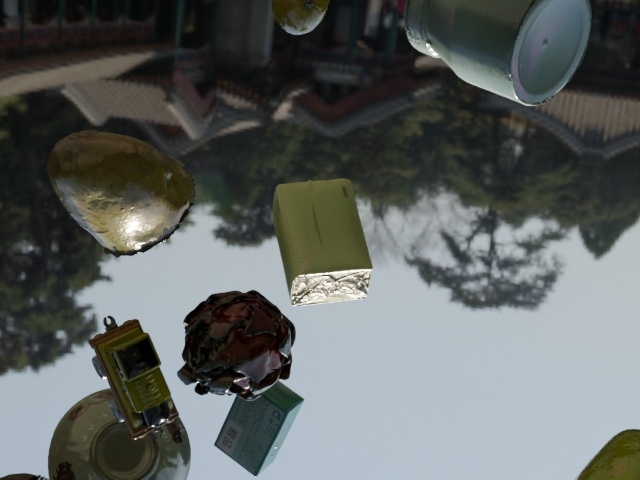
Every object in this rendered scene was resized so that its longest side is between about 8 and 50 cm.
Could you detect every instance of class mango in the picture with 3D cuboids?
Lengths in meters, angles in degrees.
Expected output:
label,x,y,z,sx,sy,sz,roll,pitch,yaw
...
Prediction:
label,x,y,z,sx,sy,sz,roll,pitch,yaw
mango,-0.027,-0.450,1.721,0.091,0.237,0.137,17,145,-21

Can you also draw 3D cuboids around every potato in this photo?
label,x,y,z,sx,sy,sz,roll,pitch,yaw
potato,-0.383,-0.112,1.858,0.229,0.229,0.266,12,160,23

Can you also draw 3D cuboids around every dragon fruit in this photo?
label,x,y,z,sx,sy,sz,roll,pitch,yaw
dragon fruit,-0.126,0.159,1.525,0.182,0.182,0.189,5,-139,-3

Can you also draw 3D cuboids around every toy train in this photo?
label,x,y,z,sx,sy,sz,roll,pitch,yaw
toy train,-0.292,0.221,1.607,0.089,0.219,0.127,-25,-172,-27

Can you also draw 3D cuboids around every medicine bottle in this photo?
label,x,y,z,sx,sy,sz,roll,pitch,yaw
medicine bottle,0.326,-0.412,1.917,0.245,0.245,0.290,-7,-150,-45

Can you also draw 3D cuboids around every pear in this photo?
label,x,y,z,sx,sy,sz,roll,pitch,yaw
pear,0.403,0.354,1.316,0.187,0.187,0.220,7,-133,5

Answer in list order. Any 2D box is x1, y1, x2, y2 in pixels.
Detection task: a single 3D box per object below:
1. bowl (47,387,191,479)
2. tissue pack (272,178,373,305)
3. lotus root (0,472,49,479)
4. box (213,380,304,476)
label,x,y,z,sx,sy,sz,roll,pitch,yaw
bowl,-0.454,0.493,2.329,0.337,0.337,0.157,2,163,-16
tissue pack,0.000,0.000,2.025,0.159,0.125,0.234,-4,-126,-12
lotus root,-0.721,0.689,2.283,0.111,0.390,0.375,14,-141,15
box,-0.164,0.482,2.674,0.153,0.245,0.092,35,-153,16
